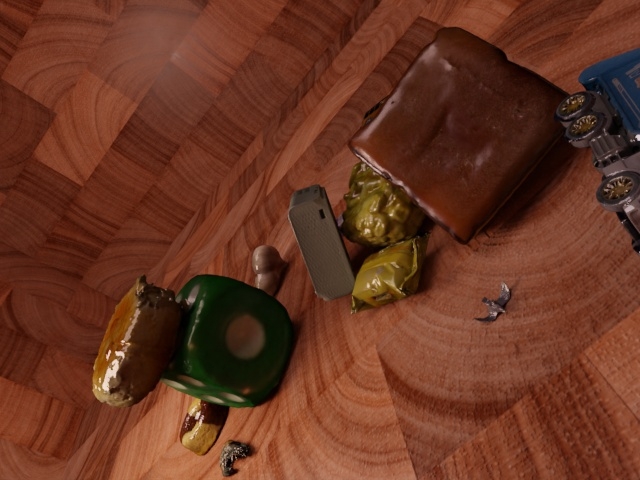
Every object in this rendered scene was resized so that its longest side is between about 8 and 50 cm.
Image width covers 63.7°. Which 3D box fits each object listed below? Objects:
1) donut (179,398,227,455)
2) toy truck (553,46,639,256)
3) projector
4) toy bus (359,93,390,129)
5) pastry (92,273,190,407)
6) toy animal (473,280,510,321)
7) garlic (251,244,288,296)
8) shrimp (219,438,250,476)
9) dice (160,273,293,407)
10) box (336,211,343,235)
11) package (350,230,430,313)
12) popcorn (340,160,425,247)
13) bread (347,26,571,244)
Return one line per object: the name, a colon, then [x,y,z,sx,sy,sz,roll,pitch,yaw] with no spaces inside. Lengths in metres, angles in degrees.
donut: [-0.348,0.532,1.523,0.166,0.073,0.183,0,60,59]
toy truck: [0.473,-0.142,0.752,0.175,0.146,0.367,-33,32,34]
projector: [0.000,0.000,1.288,0.108,0.250,0.198,-20,16,5]
toy bus: [0.227,-0.395,1.604,0.201,0.098,0.114,-30,34,47]
pastry: [-0.469,0.261,1.311,0.330,0.137,0.329,-41,36,38]
toy animal: [0.302,0.112,0.887,0.084,0.028,0.050,-54,15,5]
garlic: [-0.176,0.105,1.704,0.099,0.124,0.174,-10,78,24]
shrimp: [-0.220,0.553,1.309,0.161,0.034,0.091,-32,44,54]
dice: [-0.271,0.281,1.425,0.300,0.297,0.286,-24,42,50]
box: [0.045,-0.027,1.546,0.117,0.036,0.050,-45,26,26]
package: [0.151,0.075,1.146,0.226,0.090,0.168,-26,33,54]
popcorn: [0.143,-0.085,1.270,0.225,0.174,0.286,-56,25,10]
bread: [0.272,-0.210,1.031,0.333,0.324,0.143,-53,-18,9]
